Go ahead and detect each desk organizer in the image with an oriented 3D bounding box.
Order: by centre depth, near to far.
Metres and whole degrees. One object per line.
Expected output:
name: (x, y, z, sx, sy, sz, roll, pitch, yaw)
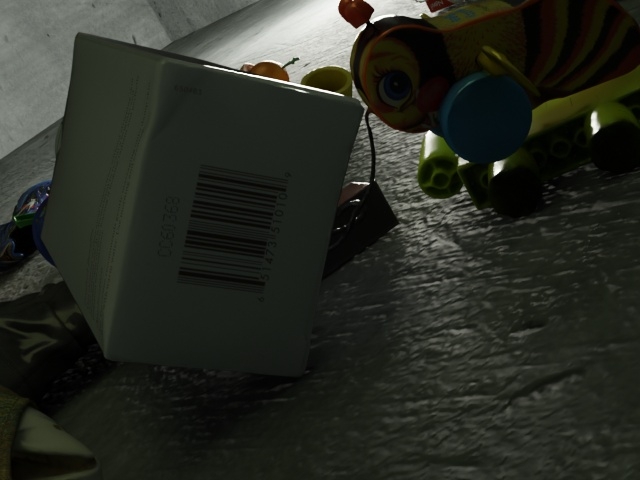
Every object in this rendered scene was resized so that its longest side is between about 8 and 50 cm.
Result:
desk organizer: (0.000, 0.000, 0.918, 0.130, 0.047, 0.050, -35, 16, -16)

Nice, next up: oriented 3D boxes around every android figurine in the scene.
android figurine: (0.201, -0.111, 0.891, 0.248, 0.056, 0.273, -24, 21, 20)

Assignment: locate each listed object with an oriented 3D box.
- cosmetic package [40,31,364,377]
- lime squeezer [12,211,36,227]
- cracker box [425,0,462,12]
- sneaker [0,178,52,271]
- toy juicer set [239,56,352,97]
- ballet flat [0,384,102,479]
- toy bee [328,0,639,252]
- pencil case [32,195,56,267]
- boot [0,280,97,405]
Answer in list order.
cosmetic package: (-0.125, -0.049, 0.868, 0.156, 0.217, 0.385, 9, 11, -22)
lime squeezer: (-0.306, -0.088, 1.543, 0.310, 0.110, 0.059, -33, 45, -13)
cracker box: (0.199, -0.499, 1.647, 0.156, 0.232, 0.067, -13, 25, 43)
sneaker: (-0.468, -0.024, 1.690, 0.087, 0.083, 0.221, -8, 37, 36)
toy juicer set: (-0.128, -0.147, 1.321, 0.209, 0.089, 0.329, 29, 57, 34)
ballet flat: (-0.194, 0.179, 0.662, 0.123, 0.123, 0.348, -31, 17, -3)
toy bee: (0.094, -0.131, 0.784, 0.298, 0.162, 0.195, -40, 26, -18)
pencil case: (-0.241, -0.025, 1.217, 0.306, 0.133, 0.119, -10, 51, 59)
boot: (-0.259, 0.103, 0.954, 0.223, 0.118, 0.338, -25, 23, -3)
